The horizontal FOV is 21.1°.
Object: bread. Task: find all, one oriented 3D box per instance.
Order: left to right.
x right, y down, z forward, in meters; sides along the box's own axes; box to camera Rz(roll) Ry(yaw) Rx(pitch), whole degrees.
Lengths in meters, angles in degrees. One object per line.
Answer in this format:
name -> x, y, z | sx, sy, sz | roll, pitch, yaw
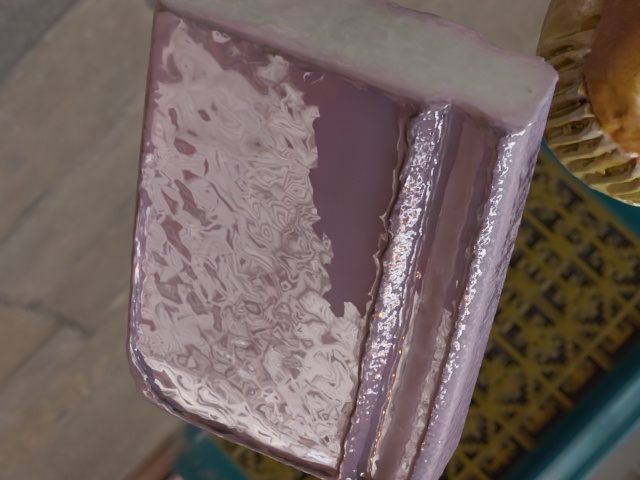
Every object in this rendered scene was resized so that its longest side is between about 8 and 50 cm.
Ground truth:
bread -> 0.295, -0.171, 1.345 | 0.288, 0.204, 0.156 | -61, -167, -11

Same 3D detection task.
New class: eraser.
eraser -> 0.000, 0.000, 1.259 | 0.122, 0.272, 0.359 | -55, 162, -51
